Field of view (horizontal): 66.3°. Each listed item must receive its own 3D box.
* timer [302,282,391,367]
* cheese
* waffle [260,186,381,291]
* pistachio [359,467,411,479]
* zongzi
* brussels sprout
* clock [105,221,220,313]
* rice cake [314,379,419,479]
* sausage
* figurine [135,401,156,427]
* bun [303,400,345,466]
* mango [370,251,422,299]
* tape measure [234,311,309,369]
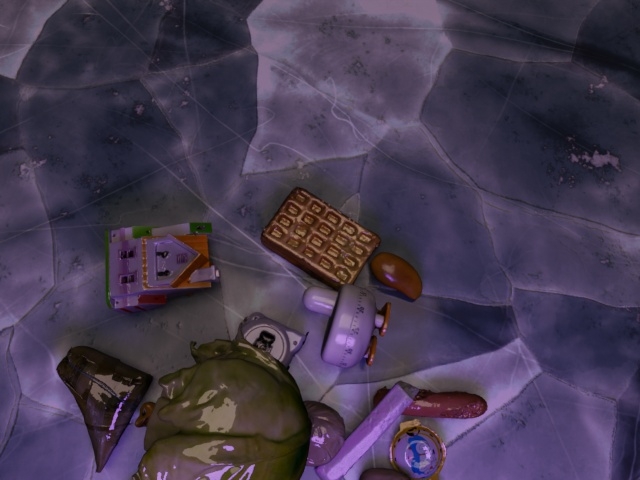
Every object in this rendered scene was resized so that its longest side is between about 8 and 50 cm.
[{"bbox_3d":[0.052,0.228,1.365,0.240,0.233,0.233,17,71,0],"label":"timer"},{"bbox_3d":[0.273,0.616,1.329,0.157,0.064,0.250,-13,83,1],"label":"cheese"},{"bbox_3d":[0.000,0.000,1.514,0.328,0.098,0.224,32,74,6],"label":"waffle"},{"bbox_3d":[0.170,0.654,1.287,0.149,0.113,0.113,-17,70,21],"label":"pistachio"},{"bbox_3d":[-0.628,0.445,1.323,0.251,0.125,0.274,24,78,5],"label":"zongzi"},{"bbox_3d":[-0.202,0.455,1.151,0.361,0.342,0.425,15,61,4],"label":"brussels sprout"},{"bbox_3d":[-0.448,0.073,1.435,0.310,0.166,0.235,-9,72,2],"label":"clock"},{"bbox_3d":[0.124,0.519,1.314,0.073,0.056,0.365,44,92,17],"label":"rice cake"},{"bbox_3d":[0.312,0.457,1.373,0.327,0.087,0.079,4,84,-1],"label":"sausage"},{"bbox_3d":[-0.413,0.489,1.341,0.176,0.121,0.122,23,43,15],"label":"figurine"},{"bbox_3d":[-0.025,0.507,1.301,0.173,0.113,0.166,-36,48,6],"label":"bun"},{"bbox_3d":[0.236,0.105,1.492,0.184,0.085,0.102,34,74,3],"label":"mango"},{"bbox_3d":[-0.154,0.309,1.395,0.196,0.105,0.178,20,72,3],"label":"tape measure"}]
